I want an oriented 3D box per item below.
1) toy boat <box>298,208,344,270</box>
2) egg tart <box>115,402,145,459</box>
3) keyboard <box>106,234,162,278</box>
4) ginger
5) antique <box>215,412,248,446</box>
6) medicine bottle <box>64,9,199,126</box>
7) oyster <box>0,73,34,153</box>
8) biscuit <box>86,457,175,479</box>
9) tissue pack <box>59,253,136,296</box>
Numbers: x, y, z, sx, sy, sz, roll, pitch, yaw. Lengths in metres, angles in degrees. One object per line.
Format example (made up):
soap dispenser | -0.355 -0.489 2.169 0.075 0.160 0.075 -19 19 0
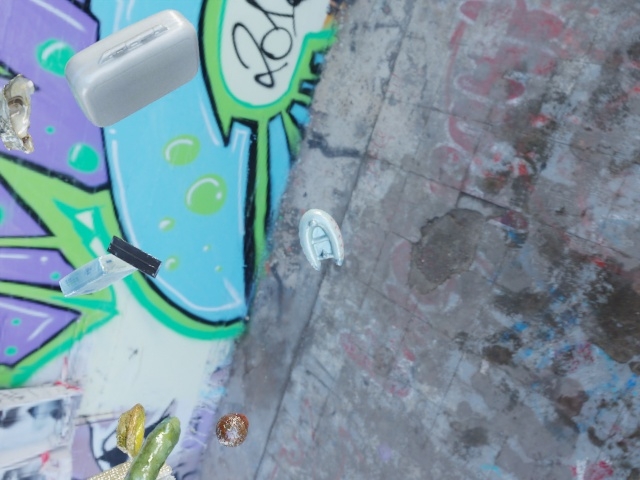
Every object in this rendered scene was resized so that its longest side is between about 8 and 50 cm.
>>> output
toy boat | 0.000 0.000 1.675 0.134 0.079 0.207 -11 107 11
egg tart | -0.638 0.638 1.763 0.191 0.074 0.191 -175 90 -82
keyboard | -0.627 0.055 1.766 0.202 0.011 0.067 28 95 10
ginger | -0.440 0.579 1.328 0.089 0.137 0.290 14 59 10
antique | -0.265 0.564 1.560 0.104 0.104 0.104 -7 81 46
medicine bottle | -0.523 -0.487 1.495 0.123 0.375 0.282 48 160 9
oyster | -0.914 -0.369 1.556 0.161 0.107 0.232 -76 1 -51
biscuit | -0.555 0.698 1.538 0.108 0.239 0.061 42 134 41
tissue pack | -0.830 0.124 1.985 0.263 0.177 0.089 -27 84 29
